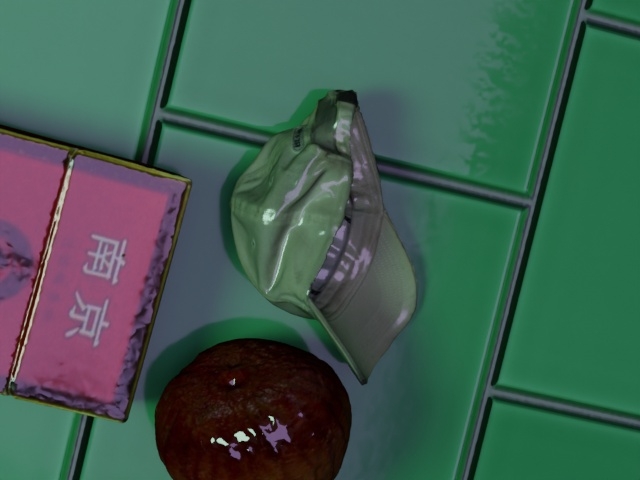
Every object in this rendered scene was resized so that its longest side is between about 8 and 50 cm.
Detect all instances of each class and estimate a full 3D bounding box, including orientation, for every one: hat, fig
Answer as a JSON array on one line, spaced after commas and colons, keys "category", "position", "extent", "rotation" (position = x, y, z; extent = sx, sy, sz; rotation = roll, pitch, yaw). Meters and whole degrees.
[{"category": "hat", "position": [0.006, 0.004, 0.973], "extent": [0.122, 0.081, 0.166], "rotation": [-52, 123, -40]}, {"category": "fig", "position": [-0.045, 0.135, 0.954], "extent": [0.119, 0.119, 0.153], "rotation": [8, 109, -10]}]

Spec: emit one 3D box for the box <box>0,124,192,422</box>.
[{"category": "box", "position": [-0.210, 0.004, 0.927], "extent": [0.240, 0.074, 0.153], "rotation": [15, 89, -11]}]
